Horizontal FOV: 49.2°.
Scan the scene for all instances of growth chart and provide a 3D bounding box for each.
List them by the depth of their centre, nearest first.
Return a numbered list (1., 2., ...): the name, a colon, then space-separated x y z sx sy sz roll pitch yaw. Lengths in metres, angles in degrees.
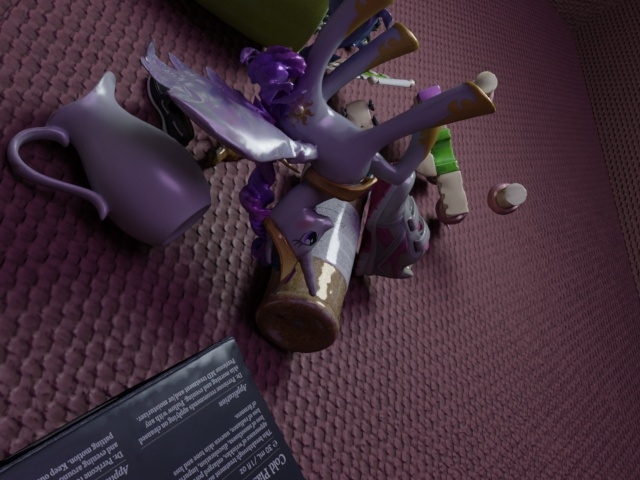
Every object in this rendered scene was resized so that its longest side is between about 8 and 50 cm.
1. growth chart: 0.052 -0.334 1.346 0.237 0.021 0.172 25 23 23

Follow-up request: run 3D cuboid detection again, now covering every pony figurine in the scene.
1. pony figurine: -0.024 -0.151 0.885 0.351 0.363 0.303 46 5 -7

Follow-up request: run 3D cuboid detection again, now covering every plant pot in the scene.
1. plant pot: -0.146 -0.482 1.147 0.294 0.275 0.274 14 55 -27

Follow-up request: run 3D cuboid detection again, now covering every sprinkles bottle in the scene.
1. sprinkles bottle: 0.000 0.000 1.078 0.121 0.121 0.355 42 39 -25

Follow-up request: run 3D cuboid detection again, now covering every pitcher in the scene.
1. pitcher: -0.250 -0.080 0.846 0.207 0.125 0.178 48 57 -1

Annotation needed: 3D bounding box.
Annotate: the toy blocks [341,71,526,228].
1. toy blocks: 0.226 -0.163 1.434 0.260 0.309 0.288 11 66 -86

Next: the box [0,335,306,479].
1. box: -0.165 0.307 0.618 0.343 0.179 0.312 -25 86 -54

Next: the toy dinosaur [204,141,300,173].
1. toy dinosaur: -0.121 -0.155 1.108 0.212 0.064 0.112 -14 105 -53

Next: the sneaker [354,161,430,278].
1. sneaker: 0.129 -0.027 1.144 0.111 0.252 0.103 13 52 3

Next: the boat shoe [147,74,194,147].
1. boat shoe: -0.216 -0.193 1.016 0.046 0.038 0.125 0 67 -50

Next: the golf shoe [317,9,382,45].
1. golf shoe: 0.005 -0.498 1.469 0.273 0.105 0.120 17 33 -46
